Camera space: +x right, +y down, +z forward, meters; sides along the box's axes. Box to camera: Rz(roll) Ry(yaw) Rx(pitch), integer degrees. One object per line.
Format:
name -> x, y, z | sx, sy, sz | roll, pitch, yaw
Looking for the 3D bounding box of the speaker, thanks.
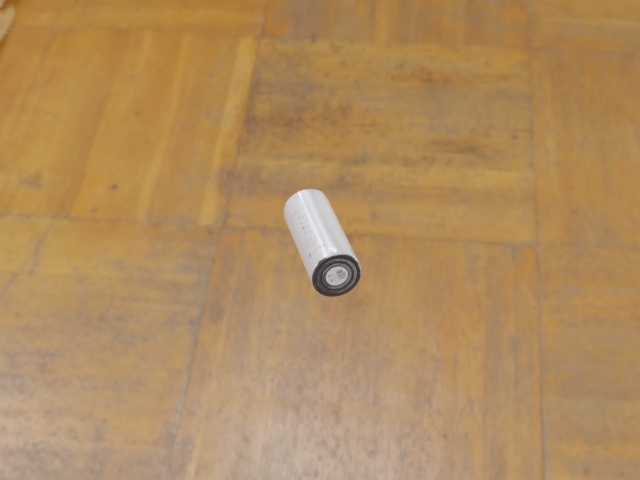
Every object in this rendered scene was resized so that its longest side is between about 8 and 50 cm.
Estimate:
speaker -> 0.000, 0.000, 1.282 | 0.055, 0.055, 0.136 | -13, 35, -9
